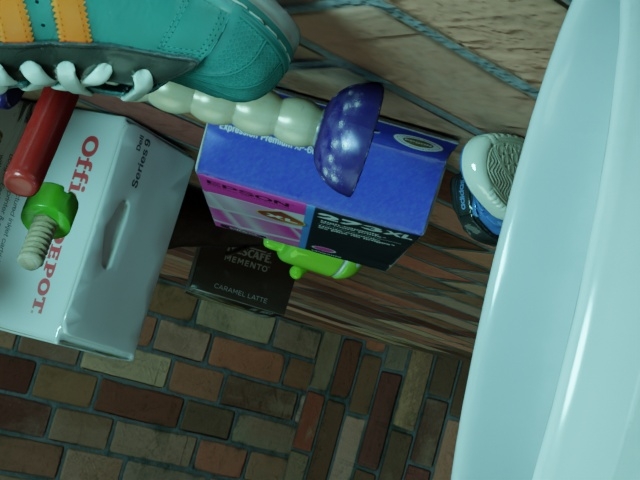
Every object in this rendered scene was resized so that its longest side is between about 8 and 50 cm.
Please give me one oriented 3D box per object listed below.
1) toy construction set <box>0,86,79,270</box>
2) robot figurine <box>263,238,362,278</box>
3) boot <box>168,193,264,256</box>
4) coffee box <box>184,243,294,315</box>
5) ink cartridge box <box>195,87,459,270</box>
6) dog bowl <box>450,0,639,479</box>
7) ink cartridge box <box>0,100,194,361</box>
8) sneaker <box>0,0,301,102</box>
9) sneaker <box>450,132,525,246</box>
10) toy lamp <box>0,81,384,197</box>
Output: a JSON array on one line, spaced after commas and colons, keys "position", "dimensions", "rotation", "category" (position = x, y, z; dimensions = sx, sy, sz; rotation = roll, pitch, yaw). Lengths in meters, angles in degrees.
[{"position": [-0.296, -0.096, 0.847], "dimensions": [0.309, 0.237, 0.257], "rotation": [-4, 136, 17], "category": "toy construction set"}, {"position": [0.000, 0.000, 1.226], "dimensions": [0.115, 0.067, 0.101], "rotation": [19, 142, -20], "category": "robot figurine"}, {"position": [-0.151, -0.033, 1.354], "dimensions": [0.207, 0.090, 0.248], "rotation": [5, 174, -15], "category": "boot"}, {"position": [-0.118, 0.049, 1.731], "dimensions": [0.141, 0.098, 0.246], "rotation": [16, 173, -8], "category": "coffee box"}, {"position": [-0.004, -0.042, 0.956], "dimensions": [0.176, 0.069, 0.371], "rotation": [16, 171, 0], "category": "ink cartridge box"}, {"position": [0.122, 0.033, 0.426], "dimensions": [0.104, 0.264, 0.265], "rotation": [13, 173, 3], "category": "dog bowl"}, {"position": [-0.289, -0.019, 1.121], "dimensions": [0.289, 0.211, 0.121], "rotation": [12, 171, 30], "category": "ink cartridge box"}, {"position": [-0.161, -0.105, 0.549], "dimensions": [0.302, 0.121, 0.108], "rotation": [18, 173, -18], "category": "sneaker"}, {"position": [0.112, -0.031, 0.779], "dimensions": [0.085, 0.058, 0.152], "rotation": [-1, 171, 38], "category": "sneaker"}, {"position": [-0.105, -0.093, 0.695], "dimensions": [0.275, 0.080, 0.080], "rotation": [17, 173, -3], "category": "toy lamp"}]
